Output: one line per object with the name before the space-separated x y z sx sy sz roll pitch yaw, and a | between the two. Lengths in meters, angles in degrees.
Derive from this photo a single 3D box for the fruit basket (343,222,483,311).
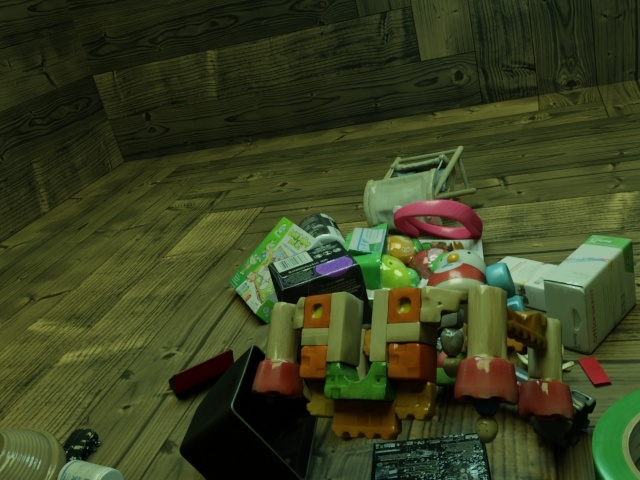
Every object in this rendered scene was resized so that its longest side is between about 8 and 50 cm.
fruit basket | 0.223 0.055 1.668 0.353 0.165 0.327 -5 24 14

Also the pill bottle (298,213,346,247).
pill bottle | 0.000 0.000 1.966 0.130 0.130 0.246 -16 23 -3

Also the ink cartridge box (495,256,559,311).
ink cartridge box | 0.476 0.097 1.543 0.104 0.062 0.181 -29 27 -32

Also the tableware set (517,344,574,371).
tableware set | 0.372 0.239 1.300 0.194 0.039 0.128 -21 38 -1

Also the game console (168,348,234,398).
game console | -0.272 0.283 1.524 0.144 0.085 0.124 -22 24 -20

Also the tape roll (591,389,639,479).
tape roll | 0.554 0.322 0.950 0.321 0.077 0.321 -13 22 5

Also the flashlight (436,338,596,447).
flashlight | 0.311 0.257 1.192 0.103 0.103 0.304 -9 25 -41

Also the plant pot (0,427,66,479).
plant pot | -0.610 0.436 1.267 0.237 0.110 0.237 -14 36 11

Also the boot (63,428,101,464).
boot | -0.522 0.428 1.388 0.121 0.045 0.099 -3 26 13

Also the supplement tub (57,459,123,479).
supplement tub | -0.424 0.447 1.249 0.107 0.071 0.071 -1 26 31

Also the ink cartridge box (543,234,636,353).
ink cartridge box | 0.544 0.104 1.364 0.093 0.154 0.212 10 33 45

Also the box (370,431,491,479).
box | 0.172 0.379 1.041 0.180 0.078 0.147 -10 22 11

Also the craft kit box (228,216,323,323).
craft kit box | -0.118 0.072 1.821 0.247 0.061 0.250 -48 29 -5

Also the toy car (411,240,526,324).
toy car | 0.293 0.082 1.426 0.219 0.210 0.238 -18 41 19

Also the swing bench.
swing bench | 0.291 -0.152 2.054 0.253 0.165 0.254 -6 22 43

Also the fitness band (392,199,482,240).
fitness band | 0.311 -0.049 1.786 0.209 0.054 0.291 -1 -15 28

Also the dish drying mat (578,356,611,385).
dish drying mat | 0.506 0.242 1.255 0.032 0.008 0.083 -12 22 4

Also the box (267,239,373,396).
box | 0.014 0.163 1.391 0.165 0.270 0.143 -18 23 -9

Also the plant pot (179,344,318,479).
plant pot | -0.133 0.335 1.190 0.167 0.187 0.188 -36 16 19

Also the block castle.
block castle | 0.140 0.217 1.089 0.453 0.213 0.303 -8 -22 37
